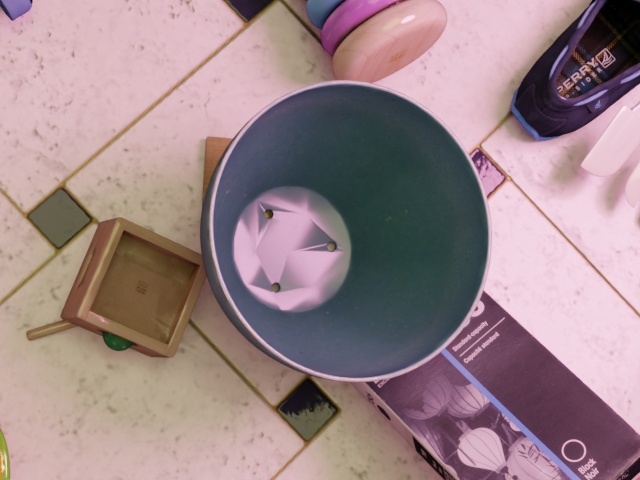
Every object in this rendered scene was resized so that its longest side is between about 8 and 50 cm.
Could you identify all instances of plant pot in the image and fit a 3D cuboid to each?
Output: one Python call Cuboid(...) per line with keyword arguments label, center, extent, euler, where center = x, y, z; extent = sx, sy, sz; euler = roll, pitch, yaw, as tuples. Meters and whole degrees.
Cuboid(label="plant pot", center=(0.000, 0.000, 1.417), extent=(0.290, 0.195, 0.290), euler=(3, 83, -21))

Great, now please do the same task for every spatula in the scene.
Cuboid(label="spatula", center=(0.417, -0.137, 1.584), extent=(0.168, 0.019, 0.242), euler=(37, 88, -24))

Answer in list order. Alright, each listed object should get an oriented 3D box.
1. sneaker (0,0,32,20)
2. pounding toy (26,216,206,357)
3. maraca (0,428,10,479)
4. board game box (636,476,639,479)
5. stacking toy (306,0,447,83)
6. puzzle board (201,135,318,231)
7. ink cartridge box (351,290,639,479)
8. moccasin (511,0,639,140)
Cuboid(label="sneaker", center=(-0.344, -0.352, 1.490), extent=(0.090, 0.081, 0.232), euler=(-24, 83, -8))
Cuboid(label="pounding toy", center=(-0.209, 0.060, 1.436), extent=(0.130, 0.100, 0.141), euler=(26, 76, -21))
Cuboid(label="maraca", center=(-0.367, 0.204, 1.361), extent=(0.127, 0.099, 0.186), euler=(-26, 70, 8))
Cuboid(label="board game box", center=(0.343, 0.342, 1.459), extent=(0.275, 0.142, 0.144), euler=(42, 74, -1))
Cuboid(label="stacking toy", center=(0.003, -0.340, 1.550), extent=(0.141, 0.141, 0.330), euler=(-27, 78, -16))
Cuboid(label="puzzle board", center=(-0.065, -0.061, 1.526), extent=(0.128, 0.011, 0.096), euler=(5, 76, -12))
Cuboid(label="ink cartridge box", center=(0.160, 0.159, 1.420), extent=(0.165, 0.065, 0.332), euler=(-40, 60, -12))
Cuboid(label="moccasin", center=(0.367, -0.239, 1.599), extent=(0.138, 0.117, 0.342), euler=(41, 73, -1))
